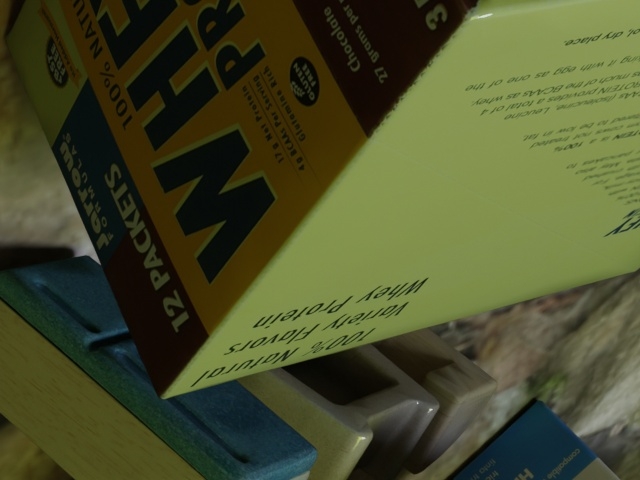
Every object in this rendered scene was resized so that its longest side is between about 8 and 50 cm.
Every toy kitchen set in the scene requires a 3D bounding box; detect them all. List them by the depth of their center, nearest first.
[{"bbox_3d":[0.000,0.000,0.675,0.207,0.122,0.166,-12,136,-61],"label":"toy kitchen set"}]

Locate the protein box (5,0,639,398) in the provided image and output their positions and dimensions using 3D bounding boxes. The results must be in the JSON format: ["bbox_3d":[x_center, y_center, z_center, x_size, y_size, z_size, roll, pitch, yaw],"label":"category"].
[{"bbox_3d":[0.045,-0.075,0.543,0.199,0.136,0.201,-13,158,-32],"label":"protein box"}]

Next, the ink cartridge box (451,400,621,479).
[{"bbox_3d":[0.167,0.197,0.879,0.078,0.231,0.134,-42,141,-1],"label":"ink cartridge box"}]
